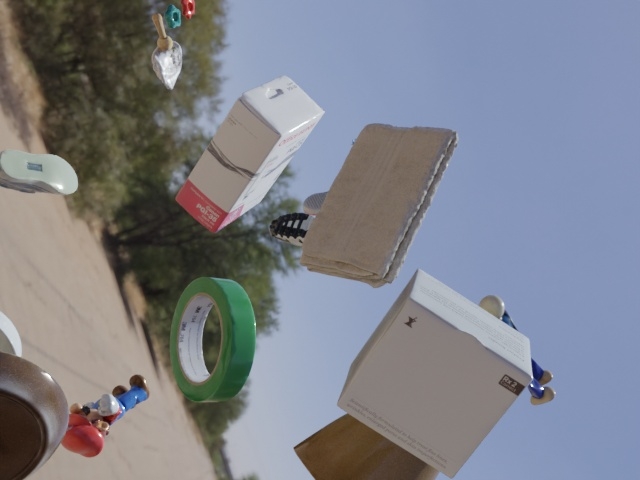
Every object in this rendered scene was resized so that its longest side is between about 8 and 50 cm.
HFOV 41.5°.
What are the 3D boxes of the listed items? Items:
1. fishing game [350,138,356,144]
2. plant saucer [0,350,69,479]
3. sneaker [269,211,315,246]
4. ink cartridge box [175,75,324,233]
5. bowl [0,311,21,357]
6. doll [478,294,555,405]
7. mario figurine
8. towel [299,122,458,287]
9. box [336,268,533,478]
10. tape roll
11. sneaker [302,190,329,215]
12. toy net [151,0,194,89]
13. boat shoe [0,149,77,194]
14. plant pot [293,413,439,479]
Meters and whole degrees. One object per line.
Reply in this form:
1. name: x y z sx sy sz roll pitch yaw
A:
1. fishing game: 0.136 -0.197 2.292 0.189 0.041 0.264 50 9 -24
2. plant saucer: -0.543 0.298 1.287 0.050 0.310 0.311 -120 -163 -50
3. sneaker: 0.000 0.000 1.816 0.106 0.234 0.078 69 34 -42
4. ink cartridge box: -0.143 -0.176 1.715 0.117 0.207 0.283 42 -56 5
5. bowl: -0.903 0.265 2.210 0.134 0.297 0.298 -70 152 -62
6. doll: 0.285 0.154 1.250 0.189 0.046 0.129 53 25 -24
7. mario figurine: -0.623 0.468 2.369 0.320 0.170 0.198 -40 150 -63
8. towel: 0.091 -0.062 1.325 0.187 0.282 0.049 12 -23 43
9. box: 0.147 0.168 1.083 0.181 0.182 0.119 33 21 1
10. tape roll: -0.284 0.257 2.190 0.321 0.077 0.321 -13 -107 51
11. sneaker: 0.016 -0.051 1.493 0.051 0.134 0.070 27 -57 28
12. toy net: -0.279 -0.390 1.536 0.122 0.045 0.232 -6 98 -66
13. boat shoe: -0.596 -0.136 1.723 0.227 0.081 0.079 14 68 -64
14. plant pot: 0.122 0.378 1.510 0.237 0.254 0.237 48 -6 7
